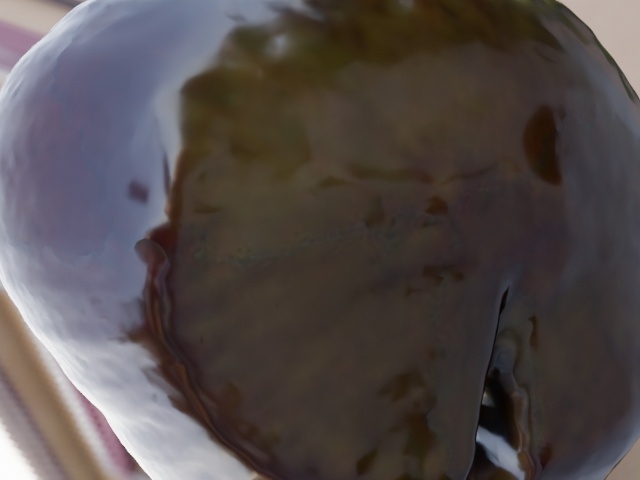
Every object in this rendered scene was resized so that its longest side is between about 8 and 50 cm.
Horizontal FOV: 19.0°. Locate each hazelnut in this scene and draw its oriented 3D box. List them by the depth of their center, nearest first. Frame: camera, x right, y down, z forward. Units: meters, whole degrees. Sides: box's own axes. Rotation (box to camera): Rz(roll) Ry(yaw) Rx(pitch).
[{"bbox_3d":[0.000,0.000,0.661,0.251,0.217,0.217,23,-94,-33],"label":"hazelnut"}]
